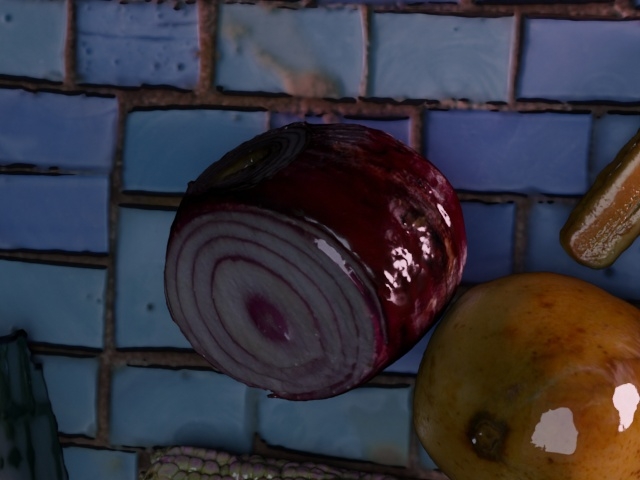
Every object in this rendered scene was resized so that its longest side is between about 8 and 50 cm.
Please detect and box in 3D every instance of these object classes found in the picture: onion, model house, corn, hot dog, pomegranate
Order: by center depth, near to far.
[{"bbox_3d":[0.240,0.173,1.645,0.307,0.307,0.307,2,97,12],"label":"pomegranate"},{"bbox_3d":[0.000,0.000,1.696,0.337,0.260,0.282,-25,109,46],"label":"onion"},{"bbox_3d":[0.370,-0.088,1.704,0.088,0.061,0.286,43,102,1],"label":"hot dog"},{"bbox_3d":[-0.051,0.309,1.823,0.335,0.126,0.126,4,98,8],"label":"corn"},{"bbox_3d":[-0.499,0.285,1.858,0.329,0.252,0.295,-10,95,19],"label":"model house"}]
